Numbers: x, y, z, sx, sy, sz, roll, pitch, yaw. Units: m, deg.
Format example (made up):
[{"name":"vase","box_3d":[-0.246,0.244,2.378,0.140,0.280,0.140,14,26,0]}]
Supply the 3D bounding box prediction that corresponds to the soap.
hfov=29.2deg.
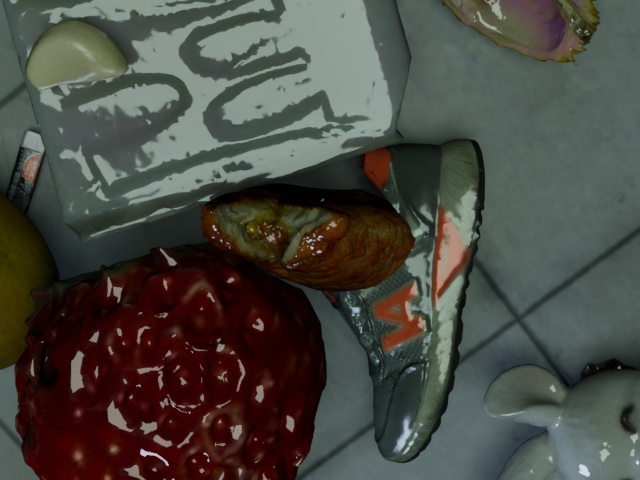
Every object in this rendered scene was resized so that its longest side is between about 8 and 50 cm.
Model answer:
[{"name":"soap","box_3d":[-0.124,-0.253,1.089,0.350,0.213,0.435,-14,103,3]}]

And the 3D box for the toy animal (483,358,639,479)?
[{"name":"toy animal","box_3d":[0.326,0.219,1.252,0.325,0.154,0.208,2,112,7]}]

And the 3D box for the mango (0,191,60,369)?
[{"name":"mango","box_3d":[-0.436,0.039,1.149,0.378,0.221,0.264,0,99,-13]}]

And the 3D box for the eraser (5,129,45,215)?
[{"name":"eraser","box_3d":[-0.296,-0.062,1.225,0.027,0.019,0.099,19,101,-6]}]

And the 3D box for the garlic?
[{"name":"garlic","box_3d":[-0.200,-0.149,0.985,0.083,0.041,0.053,-13,115,14]}]

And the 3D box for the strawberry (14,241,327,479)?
[{"name":"strawberry","box_3d":[-0.120,0.177,1.111,0.295,0.317,0.345,-12,89,-24]}]

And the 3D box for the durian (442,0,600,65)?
[{"name":"durian","box_3d":[0.176,-0.261,1.138,0.182,0.132,0.165,17,110,-10]}]

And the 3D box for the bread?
[{"name":"bread","box_3d":[-0.007,0.000,1.035,0.139,0.269,0.095,1,93,19]}]

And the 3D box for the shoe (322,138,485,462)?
[{"name":"shoe","box_3d":[0.057,0.056,1.217,0.171,0.132,0.336,9,101,1]}]
